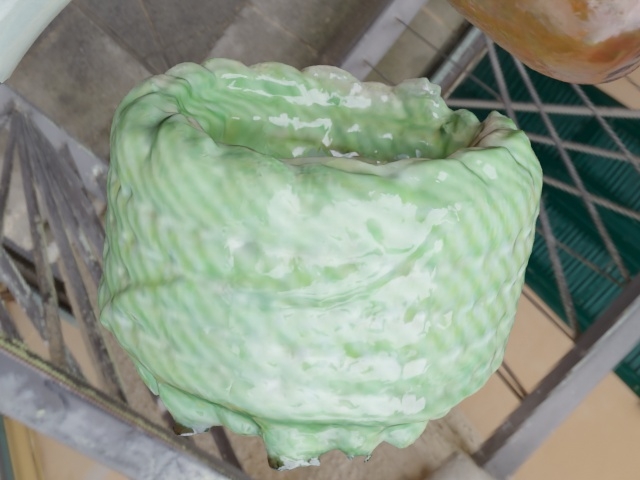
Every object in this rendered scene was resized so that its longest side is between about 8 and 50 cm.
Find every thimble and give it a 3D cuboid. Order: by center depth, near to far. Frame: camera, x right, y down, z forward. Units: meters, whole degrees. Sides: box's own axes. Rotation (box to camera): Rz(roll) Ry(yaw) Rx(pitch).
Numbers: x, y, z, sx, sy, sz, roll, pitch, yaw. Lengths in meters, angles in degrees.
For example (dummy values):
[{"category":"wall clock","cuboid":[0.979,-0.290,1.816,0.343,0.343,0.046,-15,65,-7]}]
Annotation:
[{"category":"thimble","cuboid":[0.000,0.000,0.489,0.219,0.219,0.150,-3,114,-24]}]

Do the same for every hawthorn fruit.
[{"category":"hawthorn fruit","cuboid":[0.246,-0.257,0.799,0.301,0.268,0.267,43,99,1]}]

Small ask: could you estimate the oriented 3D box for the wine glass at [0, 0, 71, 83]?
[{"category":"wine glass","cuboid":[-0.150,-0.180,0.509,0.093,0.093,0.202,24,121,-36]}]
